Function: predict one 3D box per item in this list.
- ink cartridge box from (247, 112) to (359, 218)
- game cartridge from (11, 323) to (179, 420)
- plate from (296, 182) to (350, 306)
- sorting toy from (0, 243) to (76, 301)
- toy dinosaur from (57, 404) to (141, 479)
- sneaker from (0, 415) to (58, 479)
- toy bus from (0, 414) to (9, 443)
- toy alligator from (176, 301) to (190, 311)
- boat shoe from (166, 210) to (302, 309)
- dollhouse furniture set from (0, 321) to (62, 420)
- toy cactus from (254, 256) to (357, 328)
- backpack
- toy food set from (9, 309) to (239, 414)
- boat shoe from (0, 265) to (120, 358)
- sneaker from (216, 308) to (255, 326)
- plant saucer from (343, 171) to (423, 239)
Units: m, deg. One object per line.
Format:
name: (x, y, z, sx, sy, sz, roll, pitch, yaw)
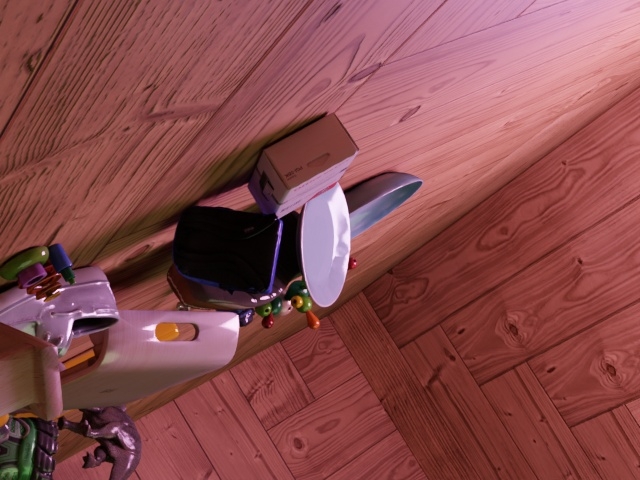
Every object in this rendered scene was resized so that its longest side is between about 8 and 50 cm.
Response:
ink cartridge box: (-0.022, -0.082, 1.269, 0.099, 0.056, 0.135, -30, 173, -18)
game cartridge: (-0.421, 0.250, 1.865, 0.324, 0.052, 0.285, -28, 172, -35)
plate: (0.000, 0.000, 1.556, 0.024, 0.188, 0.188, 1, -175, 21)
sorting toy: (-0.272, 0.036, 1.080, 0.061, 0.042, 0.102, -31, 173, -5)
toy dinosaur: (-0.417, 0.383, 2.186, 0.160, 0.313, 0.121, 10, 116, -45)
sneaker: (-0.492, 0.284, 1.529, 0.146, 0.134, 0.344, 19, 157, -32)
toy bus: (-0.444, 0.214, 1.202, 0.108, 0.130, 0.333, -25, 170, -36)
toy alligator: (-0.165, 0.063, 1.708, 0.190, 0.056, 0.051, -25, -139, 47)
boat shoe: (-0.112, 0.045, 1.517, 0.120, 0.122, 0.324, -32, 173, 27)
dollhouse furniture set: (-0.361, 0.281, 0.920, 0.362, 0.394, 0.256, 15, -156, 37)
toy cactus: (-0.043, 0.103, 1.954, 0.219, 0.112, 0.180, -38, -177, -41)
backpack: (-0.110, 0.013, 1.284, 0.120, 0.097, 0.101, 9, 171, 1)
toy food set: (-0.286, 0.155, 1.453, 0.306, 0.092, 0.220, -24, 162, 36)
boat shoe: (-0.292, 0.087, 1.176, 0.079, 0.081, 0.227, -36, 172, 28)
sneaker: (-0.137, 0.104, 1.935, 0.058, 0.084, 0.152, -26, 170, -41)
plant saucer: (0.033, -0.032, 1.902, 0.318, 0.043, 0.317, -32, 173, -4)
